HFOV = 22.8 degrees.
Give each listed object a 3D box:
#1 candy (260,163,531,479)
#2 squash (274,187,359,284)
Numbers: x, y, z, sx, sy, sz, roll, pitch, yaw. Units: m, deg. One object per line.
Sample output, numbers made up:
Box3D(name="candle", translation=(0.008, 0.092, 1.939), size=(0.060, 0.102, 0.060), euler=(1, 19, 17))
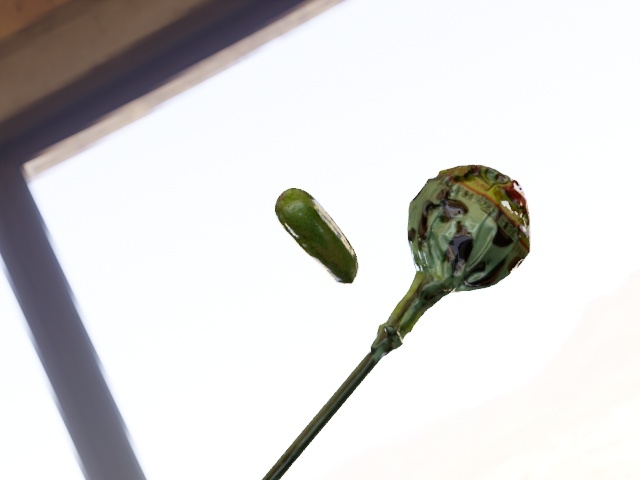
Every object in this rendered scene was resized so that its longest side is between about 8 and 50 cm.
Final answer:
Box3D(name="candy", translation=(0.040, 0.069, 1.142), size=(0.305, 0.091, 0.083), euler=(-49, 3, -7))
Box3D(name="squash", translation=(0.001, 0.000, 0.865), size=(0.027, 0.027, 0.089), euler=(-30, -39, 11))
